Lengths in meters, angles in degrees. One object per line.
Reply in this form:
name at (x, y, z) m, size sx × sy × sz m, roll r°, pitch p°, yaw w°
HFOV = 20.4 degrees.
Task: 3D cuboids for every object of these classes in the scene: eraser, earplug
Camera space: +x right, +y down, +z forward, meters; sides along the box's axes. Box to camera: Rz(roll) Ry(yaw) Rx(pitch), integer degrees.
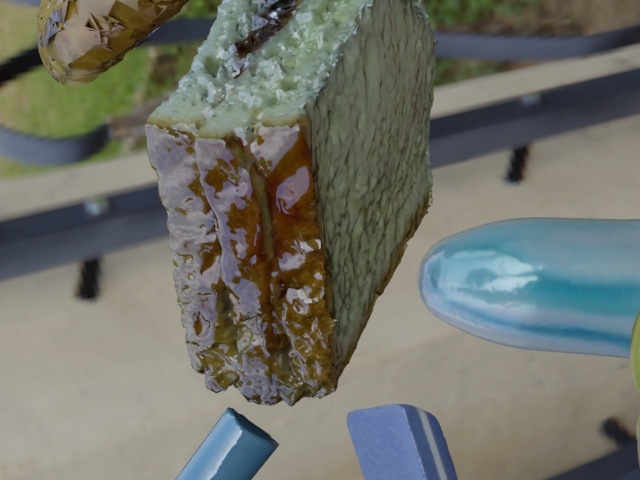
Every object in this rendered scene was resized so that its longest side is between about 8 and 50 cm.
eraser at (0.088, 0.241, 1.483) m, size 0.082 × 0.036 × 0.225 m, roll -19°, pitch 89°, yaw 52°
earplug at (0.264, 0.052, 1.903) m, size 0.185 × 0.324 × 0.185 m, roll -178°, pitch 90°, yaw -80°

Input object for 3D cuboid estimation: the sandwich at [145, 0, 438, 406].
sandwich at (-0.008, -0.075, 1.346) m, size 0.131 × 0.325 × 0.262 m, roll 8°, pitch 132°, yaw 19°

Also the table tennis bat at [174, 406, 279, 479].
table tennis bat at (-0.148, 0.251, 1.197) m, size 0.329 × 0.215 × 0.044 m, roll -50°, pitch 32°, yaw 2°

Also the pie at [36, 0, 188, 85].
pie at (-0.039, -0.176, 0.800) m, size 0.069 × 0.273 × 0.273 m, roll 37°, pitch 147°, yaw -17°

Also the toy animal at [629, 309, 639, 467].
toy animal at (0.322, 0.109, 1.323) m, size 0.216 × 0.338 × 0.191 m, roll -31°, pitch 105°, yaw 22°
